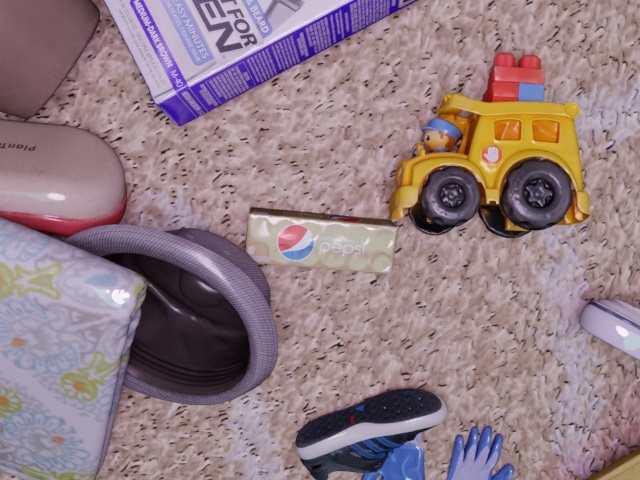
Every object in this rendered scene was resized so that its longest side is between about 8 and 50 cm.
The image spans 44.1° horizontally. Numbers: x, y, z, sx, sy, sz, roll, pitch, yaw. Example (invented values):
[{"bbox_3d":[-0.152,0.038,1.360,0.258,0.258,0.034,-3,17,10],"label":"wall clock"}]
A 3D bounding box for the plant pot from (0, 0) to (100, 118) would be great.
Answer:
[{"bbox_3d":[-0.370,-0.247,0.829,0.229,0.263,0.263,35,97,-27],"label":"plant pot"}]

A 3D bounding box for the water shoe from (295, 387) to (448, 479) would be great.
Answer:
[{"bbox_3d":[0.071,0.251,1.017,0.203,0.073,0.080,-17,114,13],"label":"water shoe"}]

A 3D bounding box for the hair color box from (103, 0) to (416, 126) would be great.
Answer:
[{"bbox_3d":[-0.059,-0.290,0.863,0.339,0.110,0.185,-28,82,-1],"label":"hair color box"}]

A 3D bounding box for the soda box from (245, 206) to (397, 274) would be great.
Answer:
[{"bbox_3d":[0.000,0.000,0.970,0.181,0.058,0.061,5,100,-4],"label":"soda box"}]

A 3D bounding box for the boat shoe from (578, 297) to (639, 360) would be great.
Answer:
[{"bbox_3d":[0.505,0.104,0.979,0.367,0.136,0.156,19,99,-9],"label":"boat shoe"}]

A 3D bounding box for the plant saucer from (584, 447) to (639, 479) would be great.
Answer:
[{"bbox_3d":[0.497,0.362,1.013,0.333,0.081,0.333,42,117,-9],"label":"plant saucer"}]

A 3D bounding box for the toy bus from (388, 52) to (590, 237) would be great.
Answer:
[{"bbox_3d":[0.192,-0.111,0.927,0.220,0.149,0.211,0,87,-1],"label":"toy bus"}]

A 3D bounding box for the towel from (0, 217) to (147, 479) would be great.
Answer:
[{"bbox_3d":[-0.375,0.120,0.884,0.321,0.090,0.374,19,127,-3],"label":"towel"}]

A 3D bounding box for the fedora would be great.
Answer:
[{"bbox_3d":[-0.169,0.066,0.920,0.276,0.124,0.243,15,124,8],"label":"fedora"}]

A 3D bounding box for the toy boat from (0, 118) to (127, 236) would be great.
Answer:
[{"bbox_3d":[-0.342,-0.046,0.919,0.231,0.151,0.151,6,130,-4],"label":"toy boat"}]

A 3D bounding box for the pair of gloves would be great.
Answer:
[{"bbox_3d":[0.157,0.314,1.054,0.198,0.023,0.159,12,100,-5],"label":"pair of gloves"}]
